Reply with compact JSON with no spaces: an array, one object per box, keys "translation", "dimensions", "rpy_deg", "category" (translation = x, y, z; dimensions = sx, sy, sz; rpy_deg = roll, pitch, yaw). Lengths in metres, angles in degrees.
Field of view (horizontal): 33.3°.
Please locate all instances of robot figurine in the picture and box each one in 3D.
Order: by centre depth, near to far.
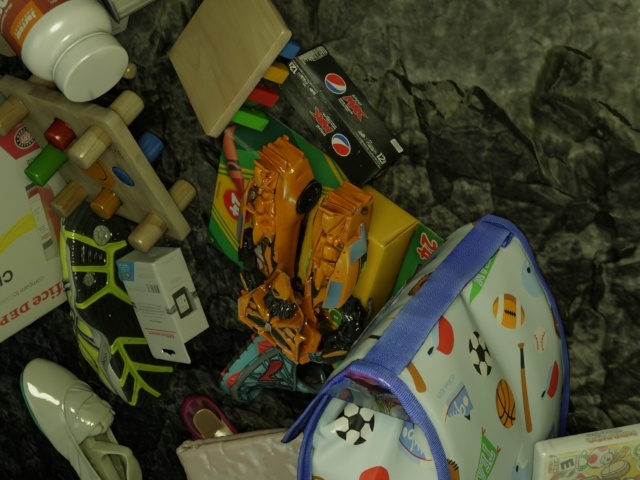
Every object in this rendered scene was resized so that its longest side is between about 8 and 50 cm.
[{"translation":[-0.029,0.029,1.290],"dimensions":[0.211,0.085,0.291],"rpy_deg":[35,136,25],"category":"robot figurine"}]

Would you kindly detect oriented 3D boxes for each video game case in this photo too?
[{"translation":[0.329,0.292,1.166],"dimensions":[0.026,0.206,0.227],"rpy_deg":[-110,14,-57],"category":"video game case"}]

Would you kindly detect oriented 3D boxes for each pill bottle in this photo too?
[{"translation":[-0.335,-0.276,1.313],"dimensions":[0.216,0.121,0.121],"rpy_deg":[49,141,18],"category":"pill bottle"}]

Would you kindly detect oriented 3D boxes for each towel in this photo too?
[{"translation":[-0.046,0.446,1.674],"dimensions":[0.317,0.053,0.331],"rpy_deg":[-16,99,33],"category":"towel"}]

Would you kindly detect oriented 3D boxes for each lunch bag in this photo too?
[{"translation":[0.126,0.200,1.182],"dimensions":[0.239,0.328,0.385],"rpy_deg":[15,128,27],"category":"lunch bag"}]

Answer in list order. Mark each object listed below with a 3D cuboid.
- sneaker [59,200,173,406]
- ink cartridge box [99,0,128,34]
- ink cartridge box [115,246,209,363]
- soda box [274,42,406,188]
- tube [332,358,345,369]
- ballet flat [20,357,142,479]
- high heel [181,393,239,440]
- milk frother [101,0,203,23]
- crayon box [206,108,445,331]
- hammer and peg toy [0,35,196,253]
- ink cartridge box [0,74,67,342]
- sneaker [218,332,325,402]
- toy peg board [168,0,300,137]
[{"translation":[-0.372,0.105,1.779],"dimensions":[0.147,0.145,0.384],"rpy_deg":[14,124,39],"category":"sneaker"},{"translation":[-0.324,-0.402,1.407],"dimensions":[0.172,0.100,0.237],"rpy_deg":[43,139,14],"category":"ink cartridge box"},{"translation":[-0.247,0.102,1.712],"dimensions":[0.104,0.060,0.180],"rpy_deg":[2,117,44],"category":"ink cartridge box"},{"translation":[0.022,-0.147,1.268],"dimensions":[0.169,0.053,0.060],"rpy_deg":[53,141,4],"category":"soda box"},{"translation":[0.052,0.187,1.460],"dimensions":[0.052,0.080,0.207],"rpy_deg":[-16,108,26],"category":"tube"},{"translation":[-0.434,0.389,2.072],"dimensions":[0.139,0.139,0.400],"rpy_deg":[0,120,46],"category":"ballet flat"},{"translation":[-0.154,0.365,1.810],"dimensions":[0.244,0.082,0.117],"rpy_deg":[52,171,-15],"category":"high heel"},{"translation":[-0.195,-0.304,1.316],"dimensions":[0.143,0.135,0.129],"rpy_deg":[59,172,1],"category":"milk frother"},{"translation":[0.000,0.000,1.373],"dimensions":[0.318,0.081,0.202],"rpy_deg":[36,137,22],"category":"crayon box"},{"translation":[-0.337,-0.147,1.490],"dimensions":[0.266,0.127,0.361],"rpy_deg":[21,152,34],"category":"hammer and peg toy"},{"translation":[-0.559,-0.041,1.762],"dimensions":[0.160,0.279,0.384],"rpy_deg":[18,129,36],"category":"ink cartridge box"},{"translation":[-0.057,0.187,1.545],"dimensions":[0.125,0.104,0.262],"rpy_deg":[46,140,8],"category":"sneaker"},{"translation":[-0.088,-0.224,1.275],"dimensions":[0.160,0.079,0.161],"rpy_deg":[-50,48,27],"category":"toy peg board"}]
